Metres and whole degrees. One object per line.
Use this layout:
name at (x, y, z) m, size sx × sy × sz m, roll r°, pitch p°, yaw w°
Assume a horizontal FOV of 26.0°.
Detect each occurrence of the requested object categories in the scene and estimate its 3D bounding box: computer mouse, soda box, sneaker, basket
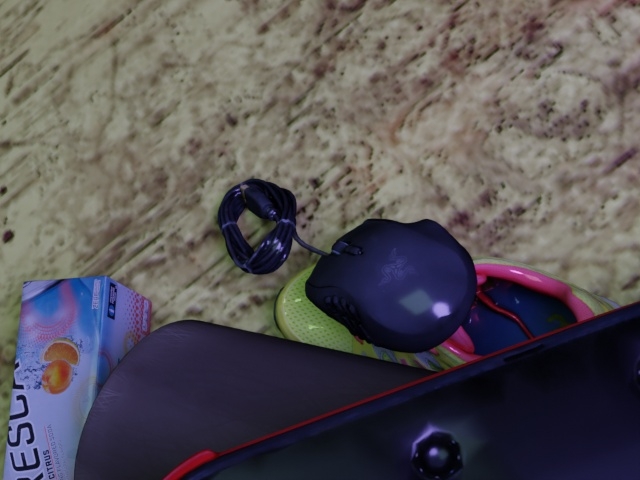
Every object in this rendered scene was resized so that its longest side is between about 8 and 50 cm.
computer mouse at (0.000, 0.000, 0.739) m, size 0.071 × 0.041 × 0.242 m, roll -53°, pitch 33°, yaw -9°
soda box at (-0.142, 0.116, 0.804) m, size 0.058 × 0.063 × 0.183 m, roll -5°, pitch 71°, yaw 20°
sneaker at (0.065, 0.037, 0.730) m, size 0.208 × 0.094 × 0.081 m, roll 3°, pitch 75°, yaw 25°
basket at (0.001, 0.137, 0.695) m, size 0.227 × 0.154 × 0.204 m, roll 19°, pitch 77°, yaw 30°

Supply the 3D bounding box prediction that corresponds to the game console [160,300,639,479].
game console at (0.135, 0.191, 0.521) m, size 0.386 × 0.060 × 0.342 m, roll -20°, pitch 70°, yaw -4°
